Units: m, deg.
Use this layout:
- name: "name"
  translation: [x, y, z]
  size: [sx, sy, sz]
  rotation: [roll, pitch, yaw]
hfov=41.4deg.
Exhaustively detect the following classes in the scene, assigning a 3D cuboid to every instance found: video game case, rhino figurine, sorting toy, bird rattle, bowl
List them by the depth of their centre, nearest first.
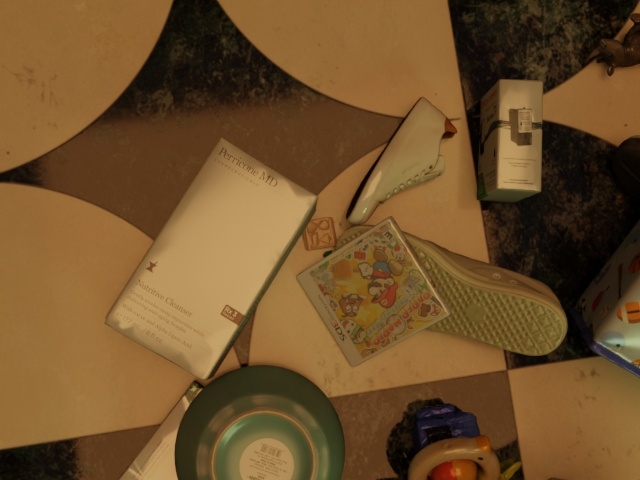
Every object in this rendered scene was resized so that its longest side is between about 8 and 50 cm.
- name: "bowl"
  translation: [-0.101, 0.372, 1.456]
  size: [0.311, 0.163, 0.312]
  rotation: [1, 82, -5]
- name: "bird rattle"
  translation: [0.233, 0.425, 1.513]
  size: [0.253, 0.143, 0.207]
  rotation: [-9, 125, 13]
- name: "video game case"
  translation: [0.095, 0.098, 1.559]
  size: [0.227, 0.026, 0.206]
  rotation: [-33, 88, 26]
- name: "sorting toy"
  translation: [0.000, 0.000, 1.625]
  size: [0.062, 0.012, 0.083]
  rotation: [-10, 86, -3]
- name: "rhino figurine"
  translation: [0.635, -0.392, 1.667]
  size: [0.243, 0.106, 0.073]
  rotation: [-21, 54, -5]

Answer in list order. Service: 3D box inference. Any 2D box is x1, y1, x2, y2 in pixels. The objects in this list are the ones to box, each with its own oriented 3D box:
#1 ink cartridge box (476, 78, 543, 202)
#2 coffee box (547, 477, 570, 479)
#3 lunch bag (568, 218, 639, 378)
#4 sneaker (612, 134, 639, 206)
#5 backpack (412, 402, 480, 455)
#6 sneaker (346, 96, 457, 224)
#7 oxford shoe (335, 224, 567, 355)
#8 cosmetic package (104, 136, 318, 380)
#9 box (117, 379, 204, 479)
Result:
- name: "ink cartridge box"
  translation: [0.357, -0.186, 1.599]
  size: [0.086, 0.153, 0.209]
  rotation: [4, 84, -3]
- name: "coffee box"
  translation: [0.426, 0.641, 1.418]
  size: [0.334, 0.337, 0.338]
  rotation: [-28, 87, -16]
- name: "lunch bag"
  translation: [0.705, 0.127, 1.513]
  size: [0.385, 0.239, 0.328]
  rotation: [30, 108, -3]
- name: "sneaker"
  translation: [0.797, -0.138, 1.651]
  size: [0.447, 0.169, 0.258]
  rotation: [28, 70, -2]
- name: "backpack"
  translation: [0.235, 0.355, 1.570]
  size: [0.120, 0.098, 0.101]
  rotation: [-5, 66, -3]
- name: "sneaker"
  translation: [0.163, -0.130, 1.593]
  size: [0.123, 0.106, 0.290]
  rotation: [36, 76, -3]
- name: "oxford shoe"
  translation: [0.241, 0.087, 1.587]
  size: [0.449, 0.130, 0.169]
  rotation: [20, 113, 11]
- name: "cosmetic package"
  translation: [-0.188, 0.036, 1.534]
  size: [0.217, 0.156, 0.385]
  rotation: [29, 85, 2]
- name: "box"
  translation: [-0.176, 0.445, 1.550]
  size: [0.322, 0.058, 0.232]
  rotation: [37, 83, -2]
